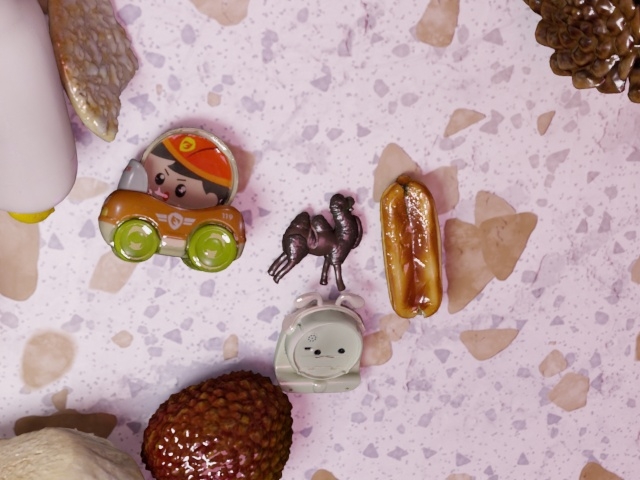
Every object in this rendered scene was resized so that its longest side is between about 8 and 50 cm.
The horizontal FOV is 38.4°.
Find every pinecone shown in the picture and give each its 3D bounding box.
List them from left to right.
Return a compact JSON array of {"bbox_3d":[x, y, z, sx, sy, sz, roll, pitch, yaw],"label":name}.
[{"bbox_3d":[0.507,-0.398,1.338,0.384,0.384,0.385,-5,110,-13],"label":"pinecone"}]

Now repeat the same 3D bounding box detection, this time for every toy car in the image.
[{"bbox_3d":[-0.219,-0.065,1.401,0.235,0.145,0.235,0,89,-16],"label":"toy car"}]

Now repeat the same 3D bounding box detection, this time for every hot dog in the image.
[{"bbox_3d":[0.153,0.014,1.544,0.100,0.068,0.250,-6,109,-1],"label":"hot dog"}]

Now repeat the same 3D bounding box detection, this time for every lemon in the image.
[{"bbox_3d":[-0.438,-0.057,1.373,0.083,0.062,0.062,17,104,-15],"label":"lemon"}]

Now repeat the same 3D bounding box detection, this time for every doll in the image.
[{"bbox_3d":[0.000,0.000,1.508,0.139,0.057,0.165,12,101,-17],"label":"doll"}]

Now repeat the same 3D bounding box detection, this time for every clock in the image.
[{"bbox_3d":[0.004,0.170,1.548,0.151,0.062,0.191,1,121,-14],"label":"clock"}]

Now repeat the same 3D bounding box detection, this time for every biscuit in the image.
[{"bbox_3d":[-0.318,-0.266,1.281,0.040,0.188,0.266,-11,83,19],"label":"biscuit"}]

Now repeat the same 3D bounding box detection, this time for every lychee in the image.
[{"bbox_3d":[-0.163,0.335,1.499,0.271,0.236,0.236,-35,115,-20],"label":"lychee"}]

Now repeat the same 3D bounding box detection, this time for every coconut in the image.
[{"bbox_3d":[-0.424,0.499,1.406,0.415,0.345,0.415,2,118,3],"label":"coconut"}]

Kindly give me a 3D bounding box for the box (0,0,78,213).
[{"bbox_3d":[-0.470,-0.196,1.193,0.288,0.141,0.349,11,134,12],"label":"box"}]
